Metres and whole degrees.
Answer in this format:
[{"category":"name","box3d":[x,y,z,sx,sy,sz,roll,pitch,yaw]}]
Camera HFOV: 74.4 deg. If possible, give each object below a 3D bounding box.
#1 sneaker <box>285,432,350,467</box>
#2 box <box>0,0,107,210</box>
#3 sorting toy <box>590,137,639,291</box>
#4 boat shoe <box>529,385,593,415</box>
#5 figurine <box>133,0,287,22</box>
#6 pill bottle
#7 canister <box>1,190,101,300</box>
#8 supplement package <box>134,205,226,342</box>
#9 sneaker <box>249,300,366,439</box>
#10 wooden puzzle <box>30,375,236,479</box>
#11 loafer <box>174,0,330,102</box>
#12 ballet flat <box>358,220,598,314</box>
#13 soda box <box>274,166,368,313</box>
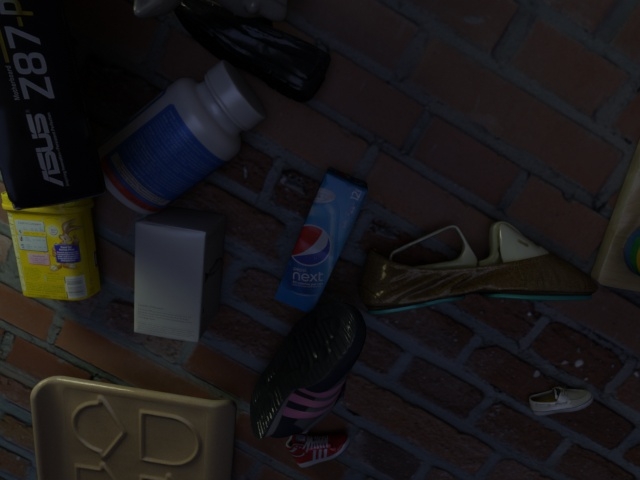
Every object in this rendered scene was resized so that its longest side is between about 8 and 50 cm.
[{"category":"sneaker","box3d":[-0.009,0.367,0.769,0.118,0.042,0.067,-31,105,15]},{"category":"box","box3d":[-0.359,-0.250,0.483,0.097,0.318,0.396,-16,110,-31]},{"category":"sorting toy","box3d":[0.562,-0.026,0.578,0.256,0.089,0.256,9,107,2]},{"category":"boat shoe","box3d":[0.403,0.264,0.709,0.100,0.035,0.035,-18,107,17]},{"category":"figurine","box3d":[-0.160,-0.328,0.461,0.215,0.209,0.092,54,143,8]},{"category":"pill bottle","box3d":[-0.190,-0.143,0.587,0.221,0.124,0.124,-32,102,14]},{"category":"canister","box3d":[-0.427,0.006,0.679,0.126,0.073,0.170,4,108,4]},{"category":"supplement package","box3d":[-0.217,0.049,0.657,0.105,0.105,0.180,9,108,2]},{"category":"sneaker","box3d":[0.001,0.209,0.668,0.130,0.112,0.319,12,132,-30]},{"category":"wooden puzzle","box3d":[-0.338,0.402,0.793,0.347,0.080,0.323,7,108,-2]},{"category":"loafer","box3d":[-0.092,-0.272,0.572,0.223,0.076,0.078,30,85,0]},{"category":"ballet flat","box3d":[0.224,0.037,0.629,0.341,0.116,0.124,-5,87,10]},{"category":"soda box","box3d":[0.000,0.000,0.641,0.067,0.071,0.210,22,107,-2]}]
